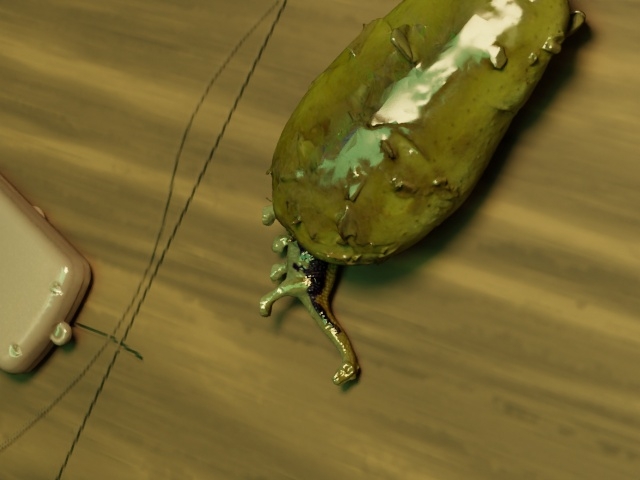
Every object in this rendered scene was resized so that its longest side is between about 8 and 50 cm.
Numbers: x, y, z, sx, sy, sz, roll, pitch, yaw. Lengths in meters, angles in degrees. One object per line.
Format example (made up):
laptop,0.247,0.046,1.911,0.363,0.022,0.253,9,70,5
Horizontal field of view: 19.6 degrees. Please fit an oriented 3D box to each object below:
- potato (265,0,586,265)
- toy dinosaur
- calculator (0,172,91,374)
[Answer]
potato,0.057,-0.079,1.088,0.117,0.090,0.225,47,105,12
toy dinosaur,-0.015,0.003,1.157,0.058,0.037,0.180,-9,85,7
calculator,-0.227,0.016,1.287,0.175,0.032,0.100,43,106,28
